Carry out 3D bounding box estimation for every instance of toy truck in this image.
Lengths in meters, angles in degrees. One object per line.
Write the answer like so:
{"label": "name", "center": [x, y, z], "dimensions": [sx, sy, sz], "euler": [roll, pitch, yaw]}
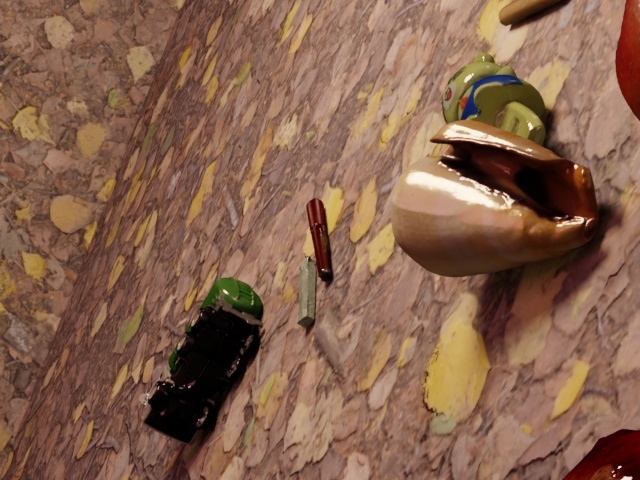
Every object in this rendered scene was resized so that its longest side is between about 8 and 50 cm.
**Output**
{"label": "toy truck", "center": [-0.172, 0.172, 2.104], "dimensions": [0.242, 0.101, 0.125], "euler": [-58, 16, 14]}

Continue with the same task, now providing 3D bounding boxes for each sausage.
{"label": "sausage", "center": [0.244, -0.273, 1.643], "dimensions": [0.132, 0.024, 0.024], "euler": [-16, 53, 67]}

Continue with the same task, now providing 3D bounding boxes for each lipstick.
{"label": "lipstick", "center": [0.000, 0.001, 1.965], "dimensions": [0.027, 0.027, 0.176], "euler": [-56, 23, 27]}

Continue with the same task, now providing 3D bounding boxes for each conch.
{"label": "conch", "center": [0.183, -0.030, 1.422], "dimensions": [0.255, 0.127, 0.158], "euler": [14, 89, 44]}

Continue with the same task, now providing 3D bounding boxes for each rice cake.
{"label": "rice cake", "center": [-0.019, 0.068, 1.935], "dimensions": [0.022, 0.022, 0.121], "euler": [-41, 29, 31]}

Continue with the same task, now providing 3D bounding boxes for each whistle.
{"label": "whistle", "center": [0.188, -0.136, 1.537], "dimensions": [0.227, 0.085, 0.105], "euler": [-123, 50, -67]}

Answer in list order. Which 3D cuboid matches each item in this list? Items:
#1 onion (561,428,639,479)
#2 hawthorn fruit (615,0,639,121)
{"label": "onion", "center": [0.193, 0.229, 0.896], "dimensions": [0.252, 0.219, 0.252], "euler": [-163, 90, -77]}
{"label": "hawthorn fruit", "center": [0.312, -0.145, 1.119], "dimensions": [0.169, 0.169, 0.188], "euler": [-32, 38, 58]}
